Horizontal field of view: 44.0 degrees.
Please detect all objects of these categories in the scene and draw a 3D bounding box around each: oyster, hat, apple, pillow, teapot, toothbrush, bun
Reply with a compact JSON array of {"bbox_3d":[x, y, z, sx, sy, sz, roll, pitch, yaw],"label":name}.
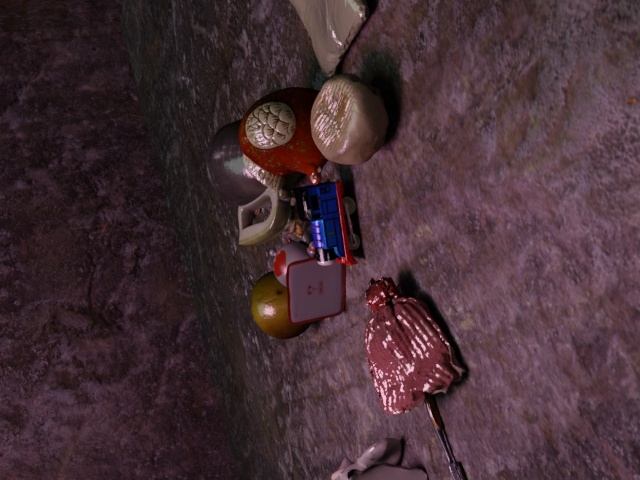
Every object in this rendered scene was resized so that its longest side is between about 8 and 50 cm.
[{"bbox_3d":[-0.073,-0.075,2.168,0.209,0.072,0.133,-174,94,-74],"label":"oyster"},{"bbox_3d":[0.173,0.206,1.658,0.236,0.107,0.286,-37,64,36],"label":"hat"},{"bbox_3d":[-0.099,0.175,2.203,0.157,0.196,0.196,-25,75,28],"label":"apple"},{"bbox_3d":[0.009,-0.532,1.713,0.281,0.076,0.274,66,158,12],"label":"pillow"},{"bbox_3d":[-0.165,-0.175,2.054,0.239,0.239,0.322,-5,53,55],"label":"teapot"},{"bbox_3d":[0.240,0.366,1.685,0.031,0.023,0.321,-50,56,55],"label":"toothbrush"},{"bbox_3d":[0.072,-0.256,1.640,0.178,0.128,0.193,63,142,32],"label":"bun"}]

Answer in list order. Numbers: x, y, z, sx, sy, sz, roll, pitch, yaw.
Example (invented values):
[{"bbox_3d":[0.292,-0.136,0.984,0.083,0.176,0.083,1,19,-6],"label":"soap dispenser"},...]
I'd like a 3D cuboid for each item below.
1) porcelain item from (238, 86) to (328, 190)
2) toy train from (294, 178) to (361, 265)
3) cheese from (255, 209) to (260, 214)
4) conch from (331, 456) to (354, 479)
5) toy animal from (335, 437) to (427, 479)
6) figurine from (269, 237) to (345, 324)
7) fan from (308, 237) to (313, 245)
[{"bbox_3d":[-0.062,-0.226,1.834,0.253,0.253,0.253,168,90,-68],"label":"porcelain item"},{"bbox_3d":[0.018,-0.039,1.867,0.083,0.131,0.204,-169,68,-66],"label":"toy train"},{"bbox_3d":[-0.211,-0.100,2.545,0.111,0.017,0.047,133,125,-64],"label":"cheese"},{"bbox_3d":[0.069,0.698,2.067,0.158,0.127,0.255,92,-179,-62],"label":"conch"},{"bbox_3d":[0.107,0.604,1.863,0.174,0.249,0.289,39,138,6],"label":"toy animal"},{"bbox_3d":[-0.055,0.079,2.071,0.226,0.160,0.183,-136,40,-55],"label":"figurine"},{"bbox_3d":[0.000,0.000,2.082,0.282,0.023,0.057,124,131,-63],"label":"fan"}]
